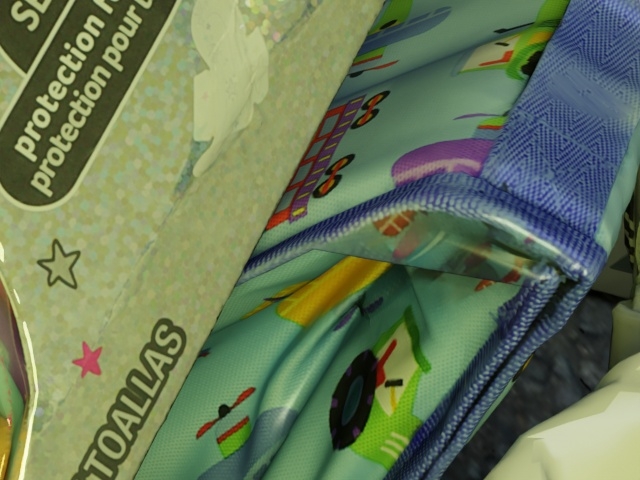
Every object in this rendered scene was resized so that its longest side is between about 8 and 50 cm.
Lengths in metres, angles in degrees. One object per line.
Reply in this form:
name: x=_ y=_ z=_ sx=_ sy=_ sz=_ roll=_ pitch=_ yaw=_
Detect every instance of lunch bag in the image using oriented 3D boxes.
lunch bag: x=0.000 y=0.000 z=0.558 sx=0.138 sy=0.293 sz=0.221 roll=41 pitch=37 yaw=-7

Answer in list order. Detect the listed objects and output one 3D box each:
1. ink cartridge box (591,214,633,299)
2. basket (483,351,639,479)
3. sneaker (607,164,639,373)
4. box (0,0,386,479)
ink cartridge box: x=0.163 y=-0.080 z=0.939 sx=0.353 sy=0.119 sz=0.207 roll=15 pitch=47 yaw=-36
basket: x=0.162 y=0.187 z=0.366 sx=0.331 sy=0.328 sz=0.266 roll=-33 pitch=118 yaw=-33
sneaker: x=0.147 y=0.091 z=0.628 sx=0.137 sy=0.366 sz=0.210 roll=8 pitch=44 yaw=18
box: x=-0.123 y=0.002 z=0.439 sx=0.142 sy=0.163 sz=0.247 roll=37 pitch=71 yaw=-31
